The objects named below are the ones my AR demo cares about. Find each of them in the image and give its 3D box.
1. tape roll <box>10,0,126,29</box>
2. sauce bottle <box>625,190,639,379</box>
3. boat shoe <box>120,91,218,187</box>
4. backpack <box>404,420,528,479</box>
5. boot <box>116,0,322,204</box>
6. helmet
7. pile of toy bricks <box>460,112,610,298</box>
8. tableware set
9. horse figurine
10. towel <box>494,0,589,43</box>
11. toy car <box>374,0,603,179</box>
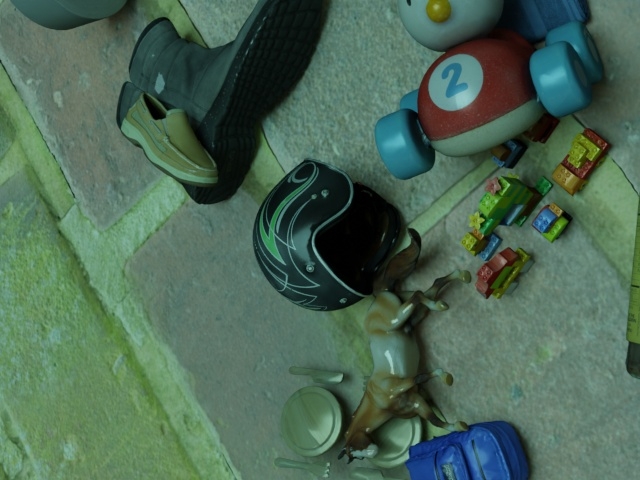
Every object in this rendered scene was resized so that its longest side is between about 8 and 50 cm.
[{"bbox_3d":[-0.355,-0.405,1.683,0.072,0.219,0.219,-7,84,34],"label":"tape roll"},{"bbox_3d":[0.372,-0.031,1.207,0.111,0.111,0.344,8,93,36],"label":"sauce bottle"},{"bbox_3d":[-0.187,-0.132,1.533,0.190,0.068,0.072,36,111,37],"label":"boat shoe"},{"bbox_3d":[0.165,0.258,1.356,0.120,0.101,0.098,-23,82,30],"label":"backpack"},{"bbox_3d":[-0.152,-0.236,1.590,0.223,0.118,0.338,44,114,30],"label":"boot"},{"bbox_3d":[0.000,0.000,1.446,0.169,0.169,0.161,27,87,34],"label":"helmet"},{"bbox_3d":[0.208,-0.046,1.329,0.118,0.105,0.212,44,113,29],"label":"pile of toy bricks"},{"bbox_3d":[0.041,0.229,1.485,0.194,0.039,0.128,4,79,30],"label":"tableware set"},{"bbox_3d":[0.098,0.124,1.407,0.174,0.066,0.263,-15,69,52],"label":"horse figurine"},{"bbox_3d":[0.236,-0.254,1.356,0.119,0.029,0.067,-17,104,34],"label":"towel"},{"bbox_3d":[0.144,-0.221,1.279,0.219,0.210,0.238,-22,102,25],"label":"toy car"}]
